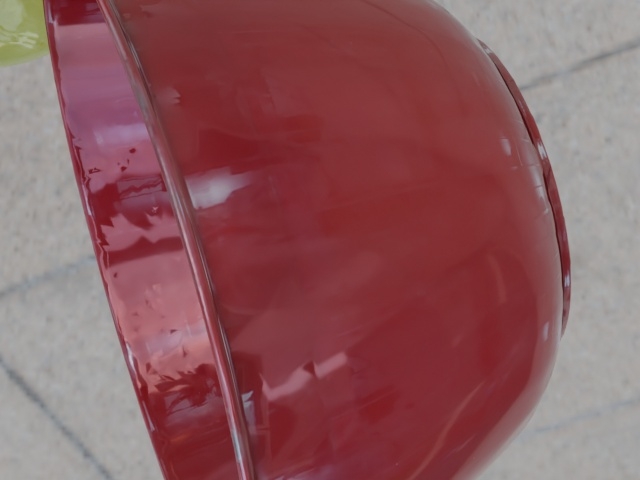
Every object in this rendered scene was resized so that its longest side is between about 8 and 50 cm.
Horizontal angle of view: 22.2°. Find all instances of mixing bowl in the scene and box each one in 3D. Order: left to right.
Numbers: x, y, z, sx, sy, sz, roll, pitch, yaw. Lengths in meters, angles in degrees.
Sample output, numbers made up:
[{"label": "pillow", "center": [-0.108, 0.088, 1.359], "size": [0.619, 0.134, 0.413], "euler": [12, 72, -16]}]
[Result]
[{"label": "mixing bowl", "center": [0.000, 0.000, 0.411], "size": [0.098, 0.181, 0.181], "euler": [-17, 135, -13]}]

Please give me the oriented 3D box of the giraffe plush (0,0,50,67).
[{"label": "giraffe plush", "center": [-0.162, -0.100, 0.653], "size": [0.210, 0.170, 0.181], "euler": [-28, 91, 55]}]
